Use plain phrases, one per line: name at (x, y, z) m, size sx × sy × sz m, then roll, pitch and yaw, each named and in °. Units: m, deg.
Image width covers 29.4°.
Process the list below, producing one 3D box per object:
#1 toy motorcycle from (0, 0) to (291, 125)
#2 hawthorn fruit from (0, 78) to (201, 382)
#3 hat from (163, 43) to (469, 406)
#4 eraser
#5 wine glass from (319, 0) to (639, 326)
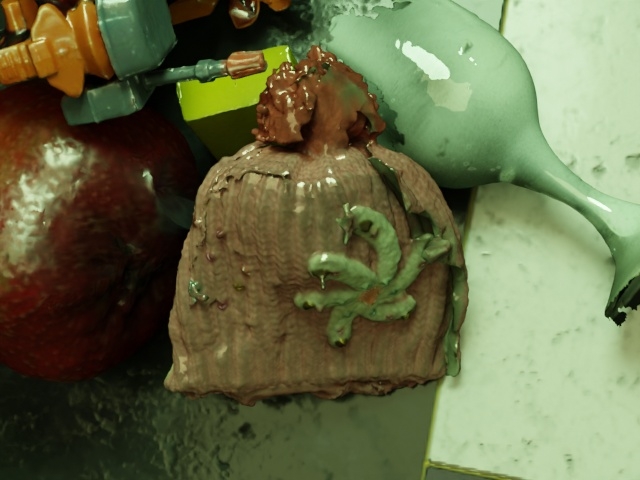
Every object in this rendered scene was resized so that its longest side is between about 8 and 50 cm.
toy motorcycle at (-0.130, -0.200, 0.943) m, size 0.221 × 0.326 × 0.148 m, roll -8°, pitch 117°, yaw 15°
hawthorn fruit at (-0.228, -0.029, 0.965) m, size 0.266 × 0.210 × 0.230 m, roll 33°, pitch 91°, yaw 15°
hat at (0.000, 0.000, 0.913) m, size 0.236 × 0.107 × 0.286 m, roll -3°, pitch 113°, yaw -11°
eraser at (-0.054, -0.107, 0.992) m, size 0.097 × 0.122 × 0.045 m, roll -14°, pitch 76°, yaw 6°
wine glass at (0.146, -0.079, 0.949) m, size 0.321 × 0.143 × 0.143 m, roll 36°, pitch 88°, yaw 16°
